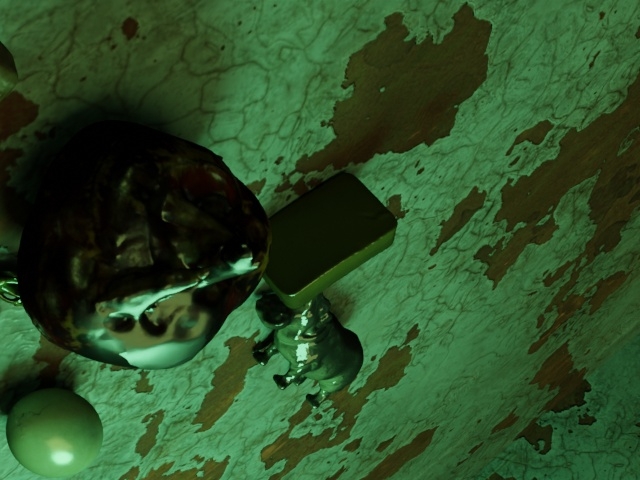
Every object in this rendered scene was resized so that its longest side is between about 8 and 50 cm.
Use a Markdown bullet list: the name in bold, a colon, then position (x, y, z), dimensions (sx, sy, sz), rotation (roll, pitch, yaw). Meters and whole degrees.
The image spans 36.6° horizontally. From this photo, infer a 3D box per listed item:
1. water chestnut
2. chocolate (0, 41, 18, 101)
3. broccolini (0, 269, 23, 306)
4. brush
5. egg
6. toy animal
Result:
- **water chestnut**: position (-0.184, 0.014, 1.043), dimensions (0.289, 0.244, 0.289), rotation (-29, 148, -20)
- **chocolate**: position (-0.351, -0.144, 0.794), dimensions (0.148, 0.093, 0.214), rotation (-43, 150, 2)
- **broccolini**: position (-0.376, 0.041, 1.055), dimensions (0.239, 0.051, 0.054), rotation (20, 88, -50)
- **brush**: position (0.000, 0.000, 1.361), dimensions (0.197, 0.123, 0.059), rotation (-33, 153, -15)
- **egg**: position (-0.349, 0.251, 1.270), dimensions (0.114, 0.114, 0.152), rotation (-42, 145, -2)
- **toy animal**: position (-0.024, 0.154, 1.548), dimensions (0.168, 0.106, 0.343), rotation (-36, 146, -11)
